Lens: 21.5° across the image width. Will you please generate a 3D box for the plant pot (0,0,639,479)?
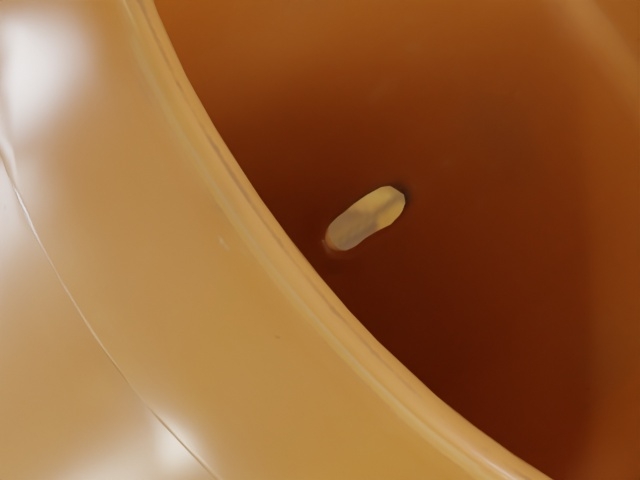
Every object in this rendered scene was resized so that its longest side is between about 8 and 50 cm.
[{"bbox_3d":[0.000,0.000,0.493,0.291,0.291,0.203,45,127,-8],"label":"plant pot"}]
